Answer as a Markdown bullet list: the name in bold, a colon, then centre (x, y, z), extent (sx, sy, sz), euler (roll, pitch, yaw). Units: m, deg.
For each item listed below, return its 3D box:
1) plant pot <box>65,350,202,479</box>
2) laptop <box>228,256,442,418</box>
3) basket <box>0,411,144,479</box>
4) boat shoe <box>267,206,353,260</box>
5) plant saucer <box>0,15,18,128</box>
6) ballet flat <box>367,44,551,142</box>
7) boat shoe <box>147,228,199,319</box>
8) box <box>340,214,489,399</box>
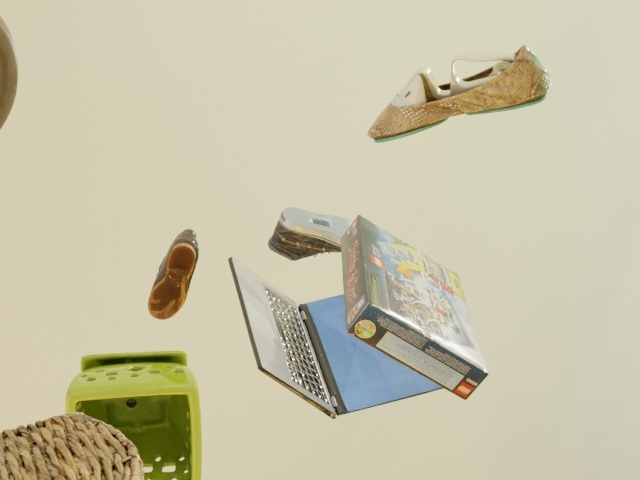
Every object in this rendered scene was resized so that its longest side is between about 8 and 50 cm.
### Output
- **plant pot**: centre (-0.337, 0.324, 1.616), extent (0.228, 0.207, 0.227), euler (-2, -71, -11)
- **laptop**: centre (0.032, 0.188, 2.059), extent (0.236, 0.382, 0.408), euler (-40, -52, 14)
- **basket**: centre (-0.311, 0.371, 1.089), extent (0.213, 0.299, 0.223), euler (-13, -75, -24)
- **boat shoe**: centre (0.000, 0.000, 1.576), extent (0.183, 0.065, 0.083), euler (16, -51, -21)
- **plant saucer**: centre (-0.551, -0.232, 1.297), extent (0.278, 0.041, 0.278), euler (-37, -42, -43)
- **ballet flat**: centre (0.138, -0.160, 0.944), extent (0.067, 0.206, 0.073), euler (66, -155, -22)
- **boat shoe**: centre (-0.293, 0.069, 1.800), extent (0.073, 0.073, 0.207), euler (21, -58, -15)
- **box**: centre (0.102, 0.070, 1.039), extent (0.159, 0.233, 0.044), euler (30, -69, -13)
